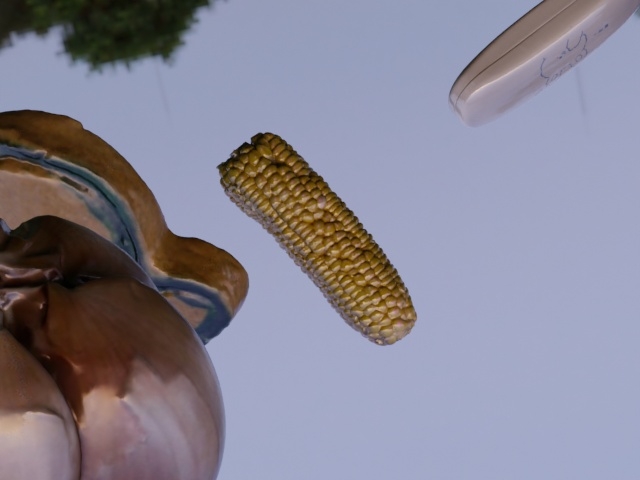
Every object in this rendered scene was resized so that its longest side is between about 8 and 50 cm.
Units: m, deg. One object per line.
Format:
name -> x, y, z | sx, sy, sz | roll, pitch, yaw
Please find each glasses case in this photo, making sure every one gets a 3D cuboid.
glasses case -> 0.224, -0.194, 1.462 | 0.233, 0.059, 0.092 | -36, 160, -5

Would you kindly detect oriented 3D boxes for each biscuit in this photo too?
biscuit -> -0.203, 0.036, 1.286 | 0.287, 0.343, 0.057 | 11, -132, 13

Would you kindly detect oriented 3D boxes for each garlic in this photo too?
garlic -> -0.147, 0.070, 0.747 | 0.160, 0.191, 0.214 | 2, -156, -31

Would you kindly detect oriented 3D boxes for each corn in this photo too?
corn -> 0.000, 0.000, 1.684 | 0.101, 0.291, 0.101 | -39, 171, -7
